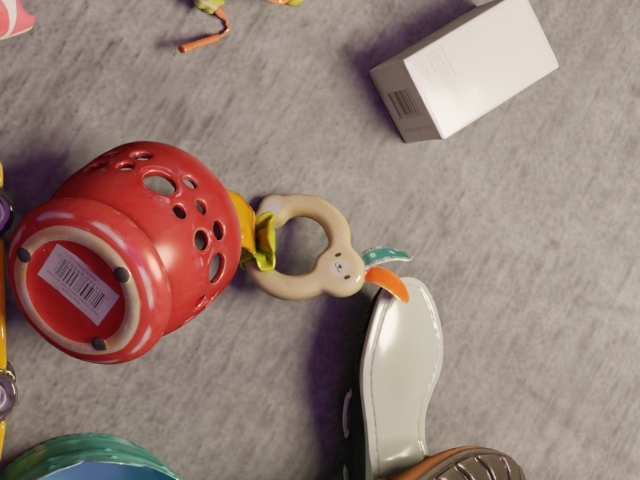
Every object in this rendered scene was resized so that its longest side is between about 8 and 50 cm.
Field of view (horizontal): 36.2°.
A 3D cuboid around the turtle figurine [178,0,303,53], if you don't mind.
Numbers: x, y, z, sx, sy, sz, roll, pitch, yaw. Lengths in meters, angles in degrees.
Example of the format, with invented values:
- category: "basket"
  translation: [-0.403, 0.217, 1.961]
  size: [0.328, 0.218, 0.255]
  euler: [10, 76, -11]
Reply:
- category: "turtle figurine"
  translation: [-0.076, -0.338, 1.076]
  size: [0.269, 0.087, 0.217]
  euler: [-33, 102, -16]

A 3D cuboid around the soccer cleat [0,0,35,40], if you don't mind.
- category: "soccer cleat"
  translation: [-0.360, -0.321, 0.986]
  size: [0.095, 0.083, 0.248]
  euler: [-17, 93, -49]

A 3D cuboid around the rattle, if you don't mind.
- category: "rattle"
  translation: [0.000, 0.000, 1.054]
  size: [0.199, 0.143, 0.130]
  euler: [23, 58, 20]

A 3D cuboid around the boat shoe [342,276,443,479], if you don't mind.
- category: "boat shoe"
  translation: [0.073, 0.191, 1.146]
  size: [0.114, 0.091, 0.303]
  euler: [5, 90, -28]

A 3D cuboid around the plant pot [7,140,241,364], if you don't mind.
- category: "plant pot"
  translation: [-0.196, 0.017, 0.960]
  size: [0.191, 0.191, 0.174]
  euler: [61, 30, -12]

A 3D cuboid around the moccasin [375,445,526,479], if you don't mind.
- category: "moccasin"
  translation: [0.083, 0.314, 1.033]
  size: [0.380, 0.147, 0.139]
  euler: [-18, 86, -42]

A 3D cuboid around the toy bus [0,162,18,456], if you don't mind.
- category: "toy bus"
  translation: [-0.370, 0.085, 0.971]
  size: [0.130, 0.108, 0.333]
  euler: [-1, 93, -19]

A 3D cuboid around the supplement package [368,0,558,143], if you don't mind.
- category: "supplement package"
  translation: [0.169, -0.203, 1.162]
  size: [0.179, 0.105, 0.105]
  euler: [-33, 102, -16]

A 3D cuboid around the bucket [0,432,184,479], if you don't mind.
- category: "bucket"
  translation: [-0.231, 0.333, 0.991]
  size: [0.281, 0.183, 0.281]
  euler: [-1, 92, -20]
